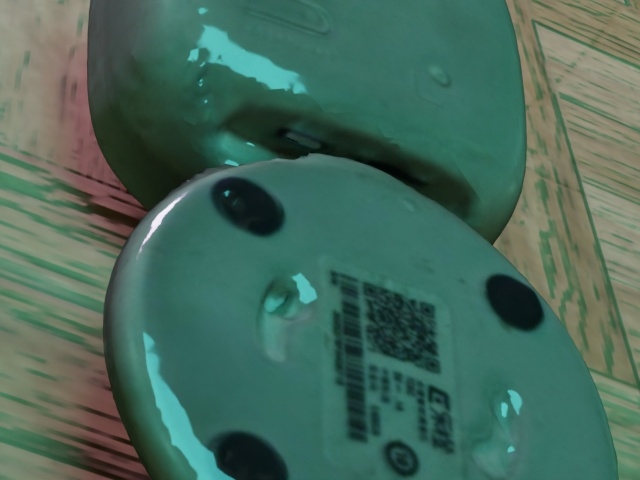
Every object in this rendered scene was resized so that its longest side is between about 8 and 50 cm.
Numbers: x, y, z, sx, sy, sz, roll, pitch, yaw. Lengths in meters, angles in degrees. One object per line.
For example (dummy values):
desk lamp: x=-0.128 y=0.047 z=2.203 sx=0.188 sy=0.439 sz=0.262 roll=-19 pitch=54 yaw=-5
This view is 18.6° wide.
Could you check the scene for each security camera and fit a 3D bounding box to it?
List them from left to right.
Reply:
security camera: x=0.000 y=0.000 z=0.589 sx=0.157 sy=0.080 sz=0.301 roll=20 pitch=42 yaw=-24
